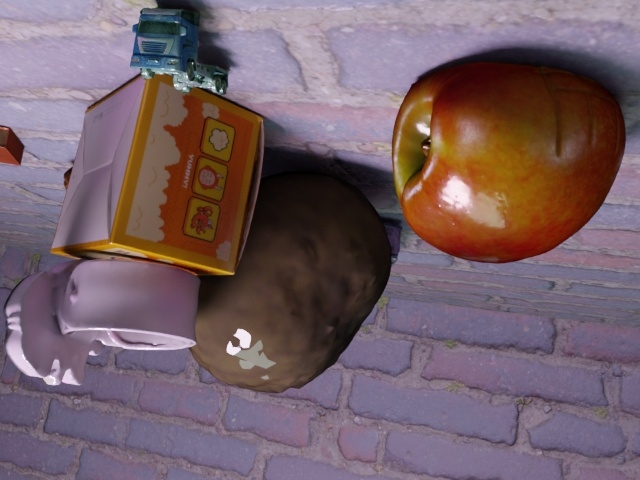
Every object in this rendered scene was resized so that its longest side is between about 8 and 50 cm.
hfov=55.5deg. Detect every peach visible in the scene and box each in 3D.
[{"bbox_3d":[0.232,-0.091,0.754,0.274,0.245,0.248,1,-162,-11],"label":"peach"}]

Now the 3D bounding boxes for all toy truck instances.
[{"bbox_3d":[-0.158,-0.224,0.733,0.067,0.081,0.175,8,-173,12],"label":"toy truck"}]

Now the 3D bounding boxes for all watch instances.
[{"bbox_3d":[-0.304,0.117,0.897,0.231,0.196,0.244,0,164,10],"label":"watch"}]

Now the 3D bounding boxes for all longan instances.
[{"bbox_3d":[-0.082,0.069,1.180,0.404,0.436,0.404,33,175,3],"label":"longan"}]

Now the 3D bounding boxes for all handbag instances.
[{"bbox_3d":[-0.730,-0.208,1.254,0.190,0.063,0.127,9,169,-12],"label":"handbag"}]

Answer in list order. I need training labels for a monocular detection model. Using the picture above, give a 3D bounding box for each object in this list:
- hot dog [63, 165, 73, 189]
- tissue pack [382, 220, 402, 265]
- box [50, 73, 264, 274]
[{"bbox_3d":[-0.477,-0.120,1.381,0.227,0.099,0.160,7,167,24],"label":"hot dog"},{"bbox_3d":[0.000,0.000,1.500,0.361,0.122,0.259,13,165,-5],"label":"tissue pack"},{"bbox_3d":[-0.262,-0.084,0.974,0.214,0.260,0.283,16,167,-37],"label":"box"}]
